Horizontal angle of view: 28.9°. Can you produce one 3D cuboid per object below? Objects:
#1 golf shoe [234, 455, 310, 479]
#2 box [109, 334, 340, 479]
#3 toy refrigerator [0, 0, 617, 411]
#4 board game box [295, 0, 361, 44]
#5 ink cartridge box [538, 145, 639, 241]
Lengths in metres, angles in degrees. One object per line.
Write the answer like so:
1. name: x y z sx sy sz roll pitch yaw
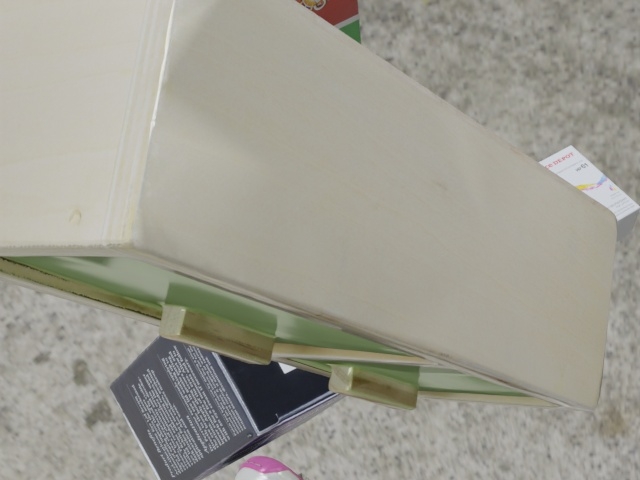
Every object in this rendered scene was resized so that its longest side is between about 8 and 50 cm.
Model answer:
1. golf shoe: -0.021 0.366 1.243 0.140 0.306 0.115 -31 8 -35
2. box: -0.053 0.102 0.979 0.153 0.207 0.108 -25 80 -32
3. toy refrigerator: 0.000 0.000 0.437 0.102 0.269 0.094 -1 75 37
4. board game box: -0.069 -0.251 0.969 0.064 0.316 0.242 -37 66 -13
5. ink cartridge box: 0.300 -0.044 1.471 0.088 0.052 0.122 -27 56 -25
